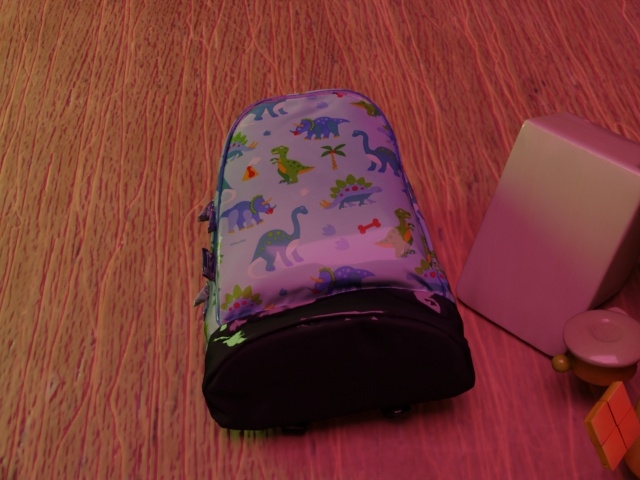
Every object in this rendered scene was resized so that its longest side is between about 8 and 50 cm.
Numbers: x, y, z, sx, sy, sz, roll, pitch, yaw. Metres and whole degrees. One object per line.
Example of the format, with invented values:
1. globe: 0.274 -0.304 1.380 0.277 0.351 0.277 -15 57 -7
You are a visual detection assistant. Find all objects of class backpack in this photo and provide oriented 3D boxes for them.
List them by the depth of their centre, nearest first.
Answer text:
1. backpack: 0.000 0.000 0.938 0.290 0.273 0.355 -9 36 7

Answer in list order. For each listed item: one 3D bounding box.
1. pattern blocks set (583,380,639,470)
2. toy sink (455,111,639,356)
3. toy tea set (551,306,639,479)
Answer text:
1. pattern blocks set: 0.370 0.190 0.714 0.286 0.026 0.324 3 78 -7
2. toy sink: 0.284 -0.010 0.955 0.153 0.234 0.131 32 29 29
3. toy tea set: 0.419 0.146 0.850 0.336 0.124 0.200 -12 34 -9
